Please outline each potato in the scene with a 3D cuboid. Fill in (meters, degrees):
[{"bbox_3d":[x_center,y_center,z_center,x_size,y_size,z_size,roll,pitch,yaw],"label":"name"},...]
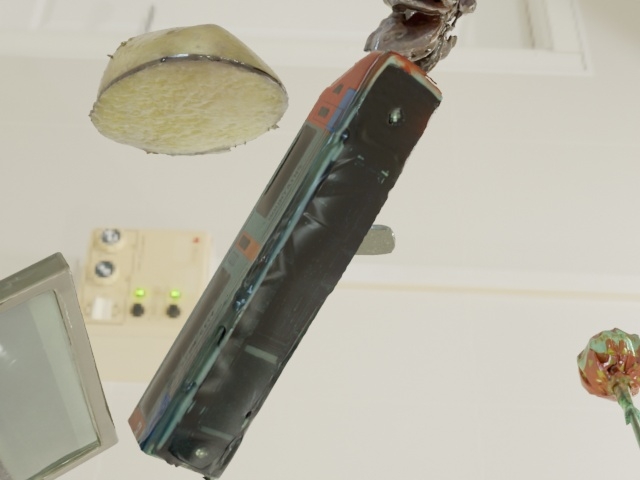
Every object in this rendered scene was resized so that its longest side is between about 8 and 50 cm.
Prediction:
[{"bbox_3d":[-0.167,-0.210,1.260,0.299,0.239,0.116,-23,-124,53],"label":"potato"}]

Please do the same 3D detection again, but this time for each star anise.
[{"bbox_3d":[0.138,-0.305,1.218,0.229,0.093,0.236,-33,142,-51],"label":"star anise"}]

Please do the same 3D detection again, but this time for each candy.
[{"bbox_3d":[0.350,0.191,1.070,0.288,0.078,0.084,-79,-166,-66],"label":"candy"}]

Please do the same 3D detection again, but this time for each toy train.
[{"bbox_3d":[-0.034,0.017,0.857,0.409,0.086,0.089,-60,-150,3],"label":"toy train"}]

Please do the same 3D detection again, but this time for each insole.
[{"bbox_3d":[0.000,0.000,1.186,0.010,0.191,0.063,-73,154,-43],"label":"insole"}]

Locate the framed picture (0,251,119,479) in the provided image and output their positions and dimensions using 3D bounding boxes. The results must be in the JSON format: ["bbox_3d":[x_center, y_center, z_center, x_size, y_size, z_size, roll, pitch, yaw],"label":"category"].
[{"bbox_3d":[-0.257,0.138,0.688,0.016,0.213,0.289,51,-25,25],"label":"framed picture"}]
